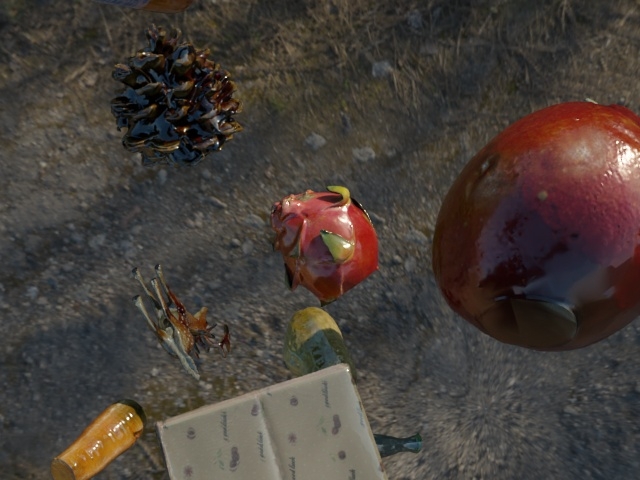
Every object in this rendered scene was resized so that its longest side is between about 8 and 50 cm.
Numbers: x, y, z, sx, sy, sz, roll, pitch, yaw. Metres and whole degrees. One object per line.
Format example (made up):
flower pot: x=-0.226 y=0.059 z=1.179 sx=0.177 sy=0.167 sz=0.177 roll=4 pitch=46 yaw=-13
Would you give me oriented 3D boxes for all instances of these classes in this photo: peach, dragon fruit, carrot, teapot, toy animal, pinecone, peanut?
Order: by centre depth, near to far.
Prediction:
peach: x=0.347 y=0.004 z=1.175 sx=0.335 sy=0.406 sz=0.310 roll=37 pitch=46 yaw=-12
teapot: x=0.120 y=0.341 z=1.302 sx=0.110 sy=0.043 sz=0.043 roll=4 pitch=76 yaw=-27
carrot: x=-0.386 y=0.357 z=1.373 sx=0.087 sy=0.193 sz=0.087 roll=17 pitch=126 yaw=25
pinecone: x=-0.278 y=-0.254 z=1.444 sx=0.243 sy=0.257 sz=0.243 roll=-30 pitch=32 yaw=22
peanut: x=-0.002 y=0.227 z=1.448 sx=0.120 sy=0.110 sz=0.236 roll=-3 pitch=44 yaw=-16
toy animal: x=-0.262 y=0.162 z=1.449 sx=0.087 sy=0.243 sz=0.260 roll=-24 pitch=115 yaw=10
dragon fruit: x=0.004 y=0.003 z=1.561 sx=0.224 sy=0.224 sz=0.227 roll=-28 pitch=89 yaw=5

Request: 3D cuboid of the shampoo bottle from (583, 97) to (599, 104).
shampoo bottle: x=0.438 y=-0.128 z=1.427 sx=0.085 sy=0.085 sz=0.262 roll=40 pitch=110 yaw=17

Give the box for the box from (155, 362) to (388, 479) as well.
box: x=-0.058 y=0.289 z=0.928 sx=0.225 sy=0.297 sz=0.190 roll=-15 pitch=71 yaw=-13

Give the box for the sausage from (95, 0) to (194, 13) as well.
sausage: x=-0.215 y=-0.207 z=0.549 sx=0.053 sy=0.348 sz=0.053 roll=4 pitch=95 yaw=41
